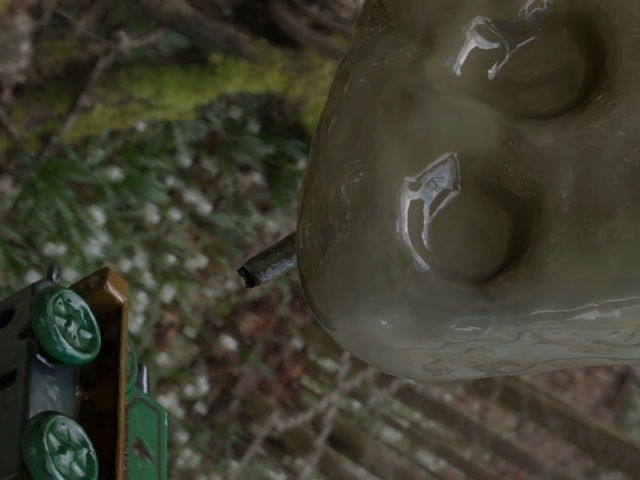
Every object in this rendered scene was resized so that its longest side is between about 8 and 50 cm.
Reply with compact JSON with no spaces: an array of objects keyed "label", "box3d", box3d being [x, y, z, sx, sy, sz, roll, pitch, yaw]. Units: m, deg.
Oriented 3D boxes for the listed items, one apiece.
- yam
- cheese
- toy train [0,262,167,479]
[{"label":"yam","box3d":[0.000,0.000,1.310,0.129,0.033,0.027,-30,160,7]},{"label":"cheese","box3d":[0.174,-0.108,0.752,0.129,0.328,0.351,57,40,-62]},{"label":"toy train","box3d":[-0.125,0.112,0.916,0.091,0.227,0.136,-29,129,23]}]
